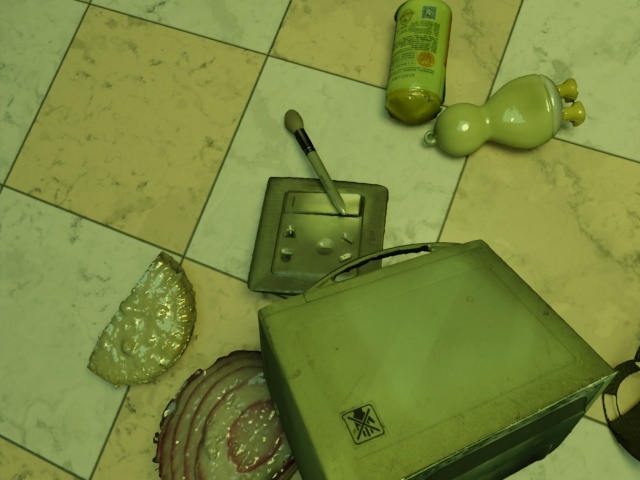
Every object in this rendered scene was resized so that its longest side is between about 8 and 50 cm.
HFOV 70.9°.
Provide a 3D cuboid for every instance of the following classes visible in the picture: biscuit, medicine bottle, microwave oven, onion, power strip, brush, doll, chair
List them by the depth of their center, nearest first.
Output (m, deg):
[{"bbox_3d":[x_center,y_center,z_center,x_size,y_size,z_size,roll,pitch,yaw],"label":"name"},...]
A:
[{"bbox_3d":[0.137,0.212,0.677,0.393,0.247,0.333,-16,46,-17],"label":"microwave oven"},{"bbox_3d":[0.575,0.259,0.738,0.213,0.174,0.149,-42,117,4],"label":"chair"},{"bbox_3d":[-0.143,0.354,0.841,0.279,0.146,0.314,29,69,32],"label":"onion"},{"bbox_3d":[0.354,-0.239,0.890,0.295,0.117,0.142,-12,85,20],"label":"doll"},{"bbox_3d":[0.000,-0.001,0.901,0.256,0.092,0.252,5,73,10],"label":"power strip"},{"bbox_3d":[-0.011,-0.165,0.920,0.038,0.042,0.300,-14,60,-23],"label":"brush"},{"bbox_3d":[0.200,-0.359,0.922,0.124,0.124,0.239,6,83,9],"label":"medicine bottle"},{"bbox_3d":[-0.346,0.173,0.923,0.179,0.084,0.281,26,84,12],"label":"biscuit"}]
